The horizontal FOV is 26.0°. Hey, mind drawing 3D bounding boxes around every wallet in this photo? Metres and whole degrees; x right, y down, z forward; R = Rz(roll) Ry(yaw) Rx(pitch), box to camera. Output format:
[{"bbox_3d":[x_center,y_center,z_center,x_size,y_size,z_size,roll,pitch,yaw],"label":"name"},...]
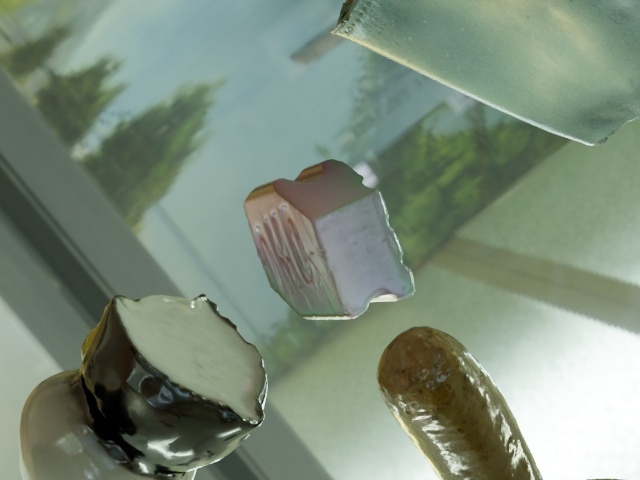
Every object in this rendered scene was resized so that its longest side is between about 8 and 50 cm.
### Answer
[{"bbox_3d":[0.157,-0.167,1.076,0.290,0.251,0.054,142,-29,-74],"label":"wallet"}]

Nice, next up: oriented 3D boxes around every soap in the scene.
[{"bbox_3d":[0.000,0.000,0.931,0.056,0.100,0.149,-20,-176,-18],"label":"soap"}]

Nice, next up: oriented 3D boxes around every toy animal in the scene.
[{"bbox_3d":[-0.173,0.169,1.272,0.235,0.165,0.187,-45,152,26],"label":"toy animal"}]

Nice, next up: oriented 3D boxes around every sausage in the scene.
[{"bbox_3d":[0.215,0.307,1.750,0.123,0.500,0.136,-2,-144,43],"label":"sausage"}]

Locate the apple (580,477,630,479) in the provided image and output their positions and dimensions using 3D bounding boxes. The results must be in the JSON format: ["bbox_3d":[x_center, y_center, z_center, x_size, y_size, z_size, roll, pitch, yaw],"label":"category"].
[{"bbox_3d":[0.286,0.389,1.460,0.233,0.286,0.286,-30,-167,36],"label":"apple"}]
